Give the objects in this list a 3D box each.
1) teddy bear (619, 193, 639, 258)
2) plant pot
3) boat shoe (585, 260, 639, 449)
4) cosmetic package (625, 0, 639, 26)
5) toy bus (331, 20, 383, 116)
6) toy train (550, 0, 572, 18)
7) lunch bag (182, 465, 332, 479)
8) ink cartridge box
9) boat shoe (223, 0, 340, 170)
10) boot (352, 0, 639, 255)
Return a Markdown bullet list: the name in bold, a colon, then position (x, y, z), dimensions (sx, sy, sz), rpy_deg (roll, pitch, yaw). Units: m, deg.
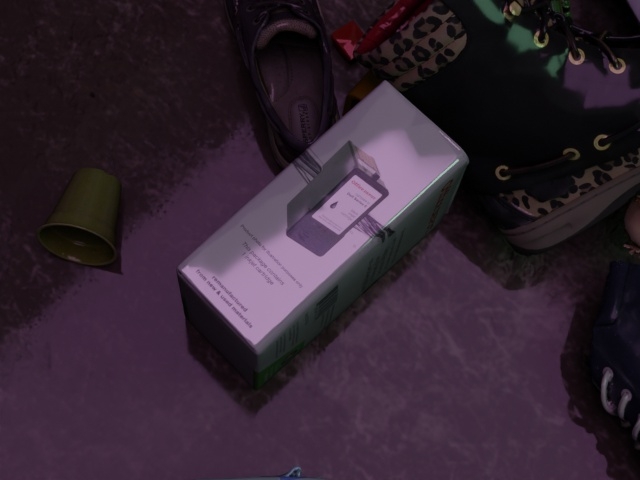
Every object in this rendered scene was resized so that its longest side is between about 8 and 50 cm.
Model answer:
- **teddy bear**: position (0.432, -0.098, 1.422), dimensions (0.338, 0.245, 0.113), rpy_deg (-40, 105, 10)
- **plant pot**: position (-0.235, -0.029, 1.468), dimensions (0.083, 0.083, 0.079), rpy_deg (13, 63, 0)
- **boat shoe**: position (0.335, 0.177, 1.432), dimensions (0.158, 0.127, 0.340), rpy_deg (8, 71, 11)
- **cosmetic package**: position (0.501, -0.373, 1.442), dimensions (0.453, 0.161, 0.230), rpy_deg (-34, 76, 24)
- **toy bus**: position (0.115, -0.180, 1.511), dimensions (0.191, 0.104, 0.202), rpy_deg (-6, 76, -5)
- **toy train**: position (0.263, -0.234, 1.580), dimensions (0.024, 0.017, 0.083), rpy_deg (-8, 75, 5)
- **lunch bag**: position (-0.079, 0.327, 1.360), dimensions (0.279, 0.108, 0.224), rpy_deg (0, 70, -5)
- **ink cartridge box**: position (0.000, 0.000, 1.406), dimensions (0.273, 0.198, 0.115), rpy_deg (-42, 80, -13)
- **boat shoe**: position (-0.037, -0.208, 1.515), dimensions (0.103, 0.092, 0.285), rpy_deg (-11, 76, -6)
- **boot**: position (0.244, -0.185, 1.369), dimensions (0.377, 0.138, 0.284), rpy_deg (-38, 109, 27)
